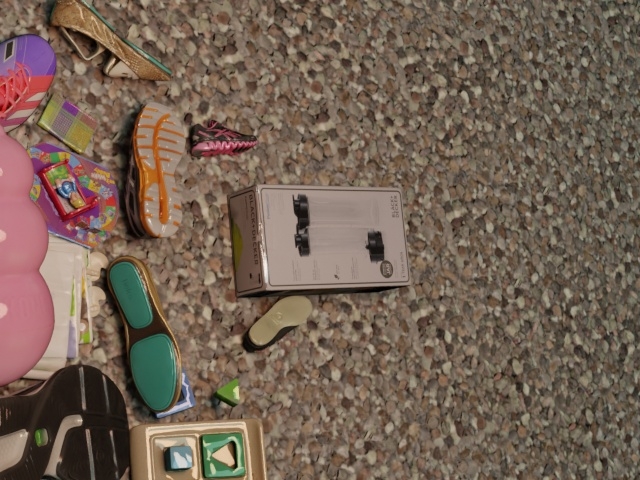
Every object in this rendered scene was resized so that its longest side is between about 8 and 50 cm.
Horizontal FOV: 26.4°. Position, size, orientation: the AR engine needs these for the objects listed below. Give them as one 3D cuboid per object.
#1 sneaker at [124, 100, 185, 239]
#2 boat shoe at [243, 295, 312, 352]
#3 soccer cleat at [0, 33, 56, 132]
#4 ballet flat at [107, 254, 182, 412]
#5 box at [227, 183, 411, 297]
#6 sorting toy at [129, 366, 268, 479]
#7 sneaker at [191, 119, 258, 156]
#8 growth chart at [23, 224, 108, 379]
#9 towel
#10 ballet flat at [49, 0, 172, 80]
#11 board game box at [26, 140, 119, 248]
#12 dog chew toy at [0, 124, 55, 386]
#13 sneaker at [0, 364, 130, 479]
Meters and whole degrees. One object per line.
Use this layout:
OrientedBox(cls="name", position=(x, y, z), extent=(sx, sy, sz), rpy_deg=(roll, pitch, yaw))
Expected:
OrientedBox(cls="sneaker", position=(-0.254, -0.101, 2.005), extent=(0.084, 0.083, 0.214), rpy_deg=(13, 68, -34))
OrientedBox(cls="boat shoe", position=(-0.067, 0.128, 2.121), extent=(0.133, 0.042, 0.049), rpy_deg=(-35, 81, -36))
OrientedBox(cls="soccer cleat", position=(-0.458, -0.180, 1.843), extent=(0.318, 0.116, 0.108), rpy_deg=(-46, 108, -33))
OrientedBox(cls="ballet flat", position=(-0.243, 0.132, 1.968), extent=(0.073, 0.080, 0.232), rpy_deg=(-7, 82, -80))
OrientedBox(cls="box", position=(0.000, 0.000, 2.165), extent=(0.290, 0.087, 0.169), rpy_deg=(-2, 82, -37))
OrientedBox(cls="sorting toy", position=(-0.169, 0.348, 1.947), extent=(0.196, 0.047, 0.347), rpy_deg=(-2, 75, -16))
OrientedBox(cls="sneaker", position=(-0.150, -0.163, 2.118), extent=(0.119, 0.047, 0.057), rpy_deg=(-5, 72, -38))
OrientedBox(cls="growth chart", position=(-0.382, 0.086, 1.907), extent=(0.172, 0.021, 0.237), rpy_deg=(17, 71, -34))
OrientedBox(cls="towel", position=(-0.365, -0.168, 1.977), extent=(0.083, 0.009, 0.060), rpy_deg=(35, 63, -26))
OrientedBox(cls="ballet flat", position=(-0.315, -0.284, 2.014), extent=(0.206, 0.073, 0.067), rpy_deg=(38, 88, -22))
OrientedBox(cls="board game box", position=(-0.354, -0.071, 1.939), extent=(0.169, 0.033, 0.133), rpy_deg=(24, 60, -29))
OrientedBox(cls="dog chew toy", position=(-0.436, 0.016, 1.733), extent=(0.207, 0.207, 0.331), rpy_deg=(0, 100, -36))
OrientedBox(cls="sneaker", position=(-0.437, 0.261, 1.750), extent=(0.447, 0.257, 0.169), rpy_deg=(6, 75, -70))
